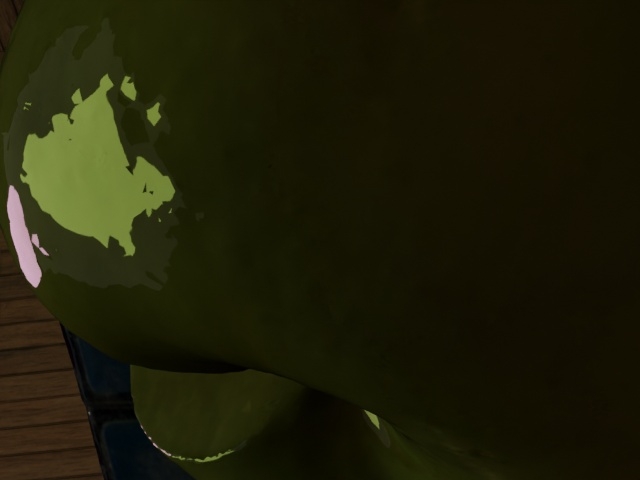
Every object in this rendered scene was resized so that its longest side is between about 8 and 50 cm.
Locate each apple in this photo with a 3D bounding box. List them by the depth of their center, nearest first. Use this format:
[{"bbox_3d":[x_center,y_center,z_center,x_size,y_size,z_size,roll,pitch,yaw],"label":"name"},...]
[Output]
[{"bbox_3d":[0.033,-0.033,0.613,0.292,0.292,0.254,81,-148,-60],"label":"apple"}]

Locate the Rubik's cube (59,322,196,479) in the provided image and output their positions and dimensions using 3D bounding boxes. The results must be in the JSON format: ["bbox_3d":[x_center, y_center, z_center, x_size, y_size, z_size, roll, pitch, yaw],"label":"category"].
[{"bbox_3d":[0.000,0.000,1.399,0.359,0.363,0.362,-60,-39,-60],"label":"Rubik's cube"}]
